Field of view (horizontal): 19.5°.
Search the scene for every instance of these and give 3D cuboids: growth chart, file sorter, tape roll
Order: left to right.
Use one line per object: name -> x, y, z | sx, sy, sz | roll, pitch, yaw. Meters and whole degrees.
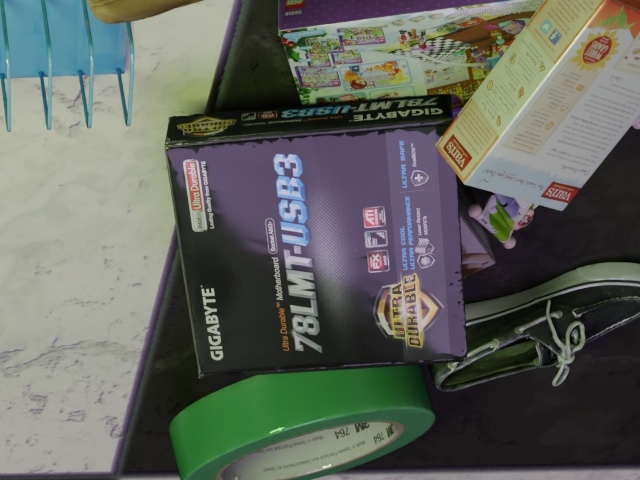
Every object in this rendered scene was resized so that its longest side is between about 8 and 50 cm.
file sorter -> -0.267, -0.174, 1.808 | 0.170, 0.104, 0.118 | -4, 139, -12
tape roll -> -0.022, 0.226, 2.275 | 0.321, 0.077, 0.321 | -14, 162, -5
growth chart -> 0.261, -0.089, 2.059 | 0.237, 0.021, 0.172 | -43, 154, 12

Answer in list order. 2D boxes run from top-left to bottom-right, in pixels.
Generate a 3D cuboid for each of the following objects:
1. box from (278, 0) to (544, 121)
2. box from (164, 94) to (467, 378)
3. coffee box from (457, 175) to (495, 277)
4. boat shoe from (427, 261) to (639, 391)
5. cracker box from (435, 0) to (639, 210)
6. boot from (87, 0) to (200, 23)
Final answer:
box -> 0.118, -0.185, 1.896 | 0.293, 0.057, 0.201 | -6, 142, 9
box -> 0.000, 0.000, 1.945 | 0.293, 0.073, 0.295 | -4, 120, 1
coffee box -> 0.021, 0.005, 2.083 | 0.297, 0.119, 0.168 | -25, 139, 13
boat shoe -> 0.279, 0.114, 2.294 | 0.306, 0.105, 0.113 | -12, 140, -2
cracker box -> 0.241, -0.145, 1.824 | 0.156, 0.067, 0.232 | 13, 122, -44
boot -> -0.054, -0.279, 1.711 | 0.236, 0.089, 0.269 | -20, -174, -40
